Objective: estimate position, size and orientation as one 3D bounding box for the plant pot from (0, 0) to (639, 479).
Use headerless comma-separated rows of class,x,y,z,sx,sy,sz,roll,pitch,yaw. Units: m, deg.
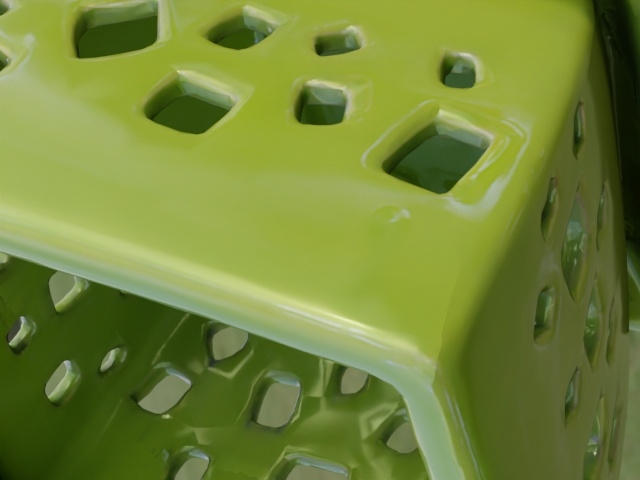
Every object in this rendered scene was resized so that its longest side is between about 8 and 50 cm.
plant pot,0.000,0.000,0.659,0.207,0.227,0.228,-58,-29,-31
